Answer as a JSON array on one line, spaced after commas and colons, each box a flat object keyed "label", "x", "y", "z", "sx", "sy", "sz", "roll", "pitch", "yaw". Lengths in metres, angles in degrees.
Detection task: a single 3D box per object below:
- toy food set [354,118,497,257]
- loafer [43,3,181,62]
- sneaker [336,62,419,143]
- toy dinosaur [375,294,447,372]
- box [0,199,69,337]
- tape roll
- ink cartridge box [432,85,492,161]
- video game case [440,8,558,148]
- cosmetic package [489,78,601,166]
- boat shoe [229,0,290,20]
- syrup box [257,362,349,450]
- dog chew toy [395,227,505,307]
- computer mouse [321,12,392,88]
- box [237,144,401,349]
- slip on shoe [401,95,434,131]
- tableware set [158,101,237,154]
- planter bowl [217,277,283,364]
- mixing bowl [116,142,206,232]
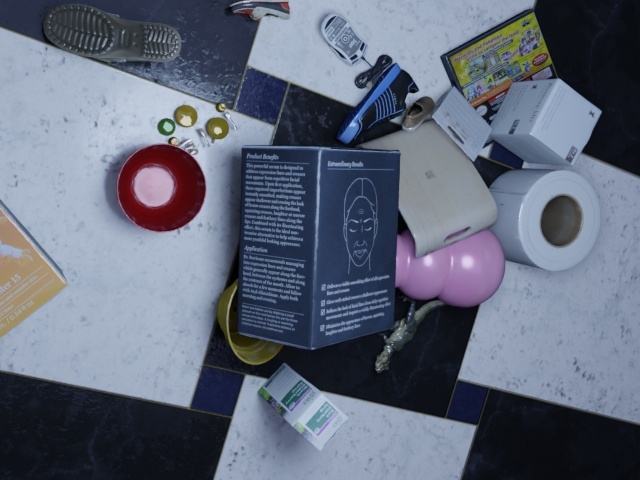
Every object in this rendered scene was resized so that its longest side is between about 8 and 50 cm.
[{"label": "toy food set", "x": 0.239, "y": -0.128, "z": 1.838, "sx": 0.220, "sy": 0.092, "sz": 0.306, "roll": -21, "pitch": 70, "yaw": -19}, {"label": "loafer", "x": -0.412, "y": -0.400, "z": 1.603, "sx": 0.269, "sy": 0.092, "sz": 0.102, "roll": 12, "pitch": 90, "yaw": -7}, {"label": "sneaker", "x": 0.135, "y": -0.296, "z": 1.840, "sx": 0.090, "sy": 0.081, "sz": 0.232, "roll": 41, "pitch": 79, "yaw": -14}, {"label": "toy dinosaur", "x": 0.202, "y": 0.195, "z": 1.942, "sx": 0.268, "sy": 0.064, "sz": 0.118, "roll": -42, "pitch": 116, "yaw": -15}, {"label": "box", "x": -0.671, "y": 0.009, "z": 1.502, "sx": 0.215, "sy": 0.168, "sz": 0.345, "roll": -41, "pitch": 109, "yaw": -13}, {"label": "tape roll", "x": 0.542, "y": -0.055, "z": 1.988, "sx": 0.246, "sy": 0.169, "sz": 0.246, "roll": -3, "pitch": 98, "yaw": -22}, {"label": "ink cartridge box", "x": 0.320, "y": -0.263, "z": 1.868, "sx": 0.145, "sy": 0.045, "sz": 0.179, "roll": 46, "pitch": 42, "yaw": -8}, {"label": "video game case", "x": 0.454, "y": -0.398, "z": 1.983, "sx": 0.275, "sy": 0.035, "sz": 0.248, "roll": -30, "pitch": 107, "yaw": -15}, {"label": "cosmetic package", "x": 0.526, "y": -0.278, "z": 1.908, "sx": 0.151, "sy": 0.184, "sz": 0.151, "roll": 29, "pitch": 85, "yaw": -22}, {"label": "boat shoe", "x": -0.128, "y": -0.494, "z": 1.728, "sx": 0.137, "sy": 0.049, "sz": 0.043, "roll": -10, "pitch": 102, "yaw": -26}, {"label": "syrup box", "x": -0.042, "y": 0.360, "z": 1.764, "sx": 0.093, "sy": 0.237, "sz": 0.096, "roll": -48, "pitch": 111, "yaw": -10}, {"label": "dog chew toy", "x": 0.256, "y": 0.052, "z": 1.876, "sx": 0.332, "sy": 0.206, "sz": 0.206, "roll": 2, "pitch": 96, "yaw": -14}, {"label": "computer mouse", "x": 0.071, "y": -0.436, "z": 1.820, "sx": 0.193, "sy": 0.042, "sz": 0.106, "roll": 43, "pitch": 85, "yaw": -27}, {"label": "box", "x": 0.000, "y": 0.000, "z": 1.691, "sx": 0.293, "sy": 0.212, "sz": 0.395, "roll": -5, "pitch": 99, "yaw": -52}, {"label": "slip on shoe", "x": 0.227, "y": -0.303, "z": 1.867, "sx": 0.135, "sy": 0.051, "sz": 0.041, "roll": -48, "pitch": 149, "yaw": -38}, {"label": "tableware set", "x": -0.263, "y": -0.246, "z": 1.718, "sx": 0.154, "sy": 0.024, "sz": 0.104, "roll": -32, "pitch": 104, "yaw": -14}, {"label": "planter bowl", "x": -0.159, "y": 0.155, "z": 1.752, "sx": 0.217, "sy": 0.090, "sz": 0.217, "roll": -10, "pitch": 103, "yaw": -52}, {"label": "mixing bowl", "x": -0.335, "y": -0.111, "z": 1.661, "sx": 0.181, "sy": 0.098, "sz": 0.181, "roll": -3, "pitch": 99, "yaw": -22}]
